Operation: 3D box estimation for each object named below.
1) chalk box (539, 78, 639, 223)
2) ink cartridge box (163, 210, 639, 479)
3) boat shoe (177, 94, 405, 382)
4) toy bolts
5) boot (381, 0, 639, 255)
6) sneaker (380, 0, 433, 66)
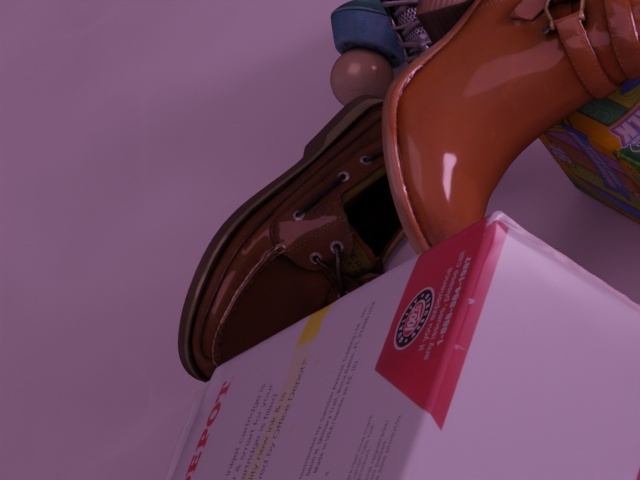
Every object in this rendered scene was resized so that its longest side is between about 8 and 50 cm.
[{"bbox_3d":[0.276,-0.084,1.304,0.132,0.132,0.213,-49,41,-6],"label":"chalk box"},{"bbox_3d":[0.030,0.185,1.135,0.385,0.160,0.279,-31,33,56],"label":"ink cartridge box"},{"bbox_3d":[0.000,0.000,1.462,0.104,0.110,0.307,21,68,42],"label":"boat shoe"},{"bbox_3d":[0.070,-0.207,1.545,0.228,0.218,0.158,-8,64,57],"label":"toy bolts"},{"bbox_3d":[0.171,-0.111,1.251,0.220,0.109,0.283,-9,46,28],"label":"boot"},{"bbox_3d":[0.089,-0.169,1.405,0.086,0.228,0.132,-23,14,27],"label":"sneaker"}]
